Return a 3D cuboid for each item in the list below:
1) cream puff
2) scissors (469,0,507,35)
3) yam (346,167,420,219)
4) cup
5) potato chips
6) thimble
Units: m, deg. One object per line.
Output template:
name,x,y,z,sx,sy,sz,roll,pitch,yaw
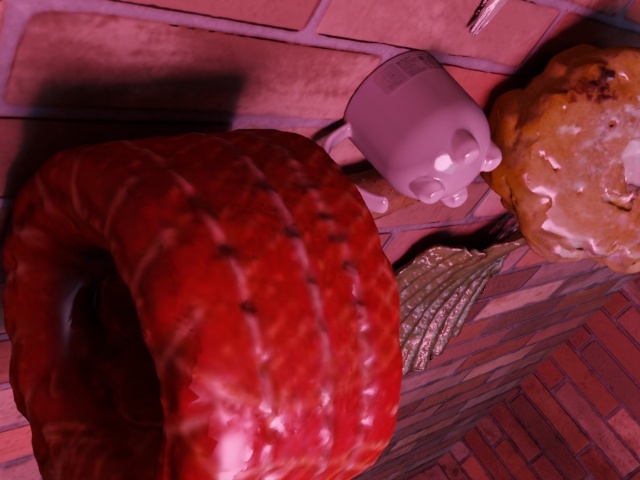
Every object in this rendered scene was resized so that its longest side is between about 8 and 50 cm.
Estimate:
cream puff,0.372,-0.119,1.022,0.324,0.257,0.291,9,99,-9
scissors,0.256,-0.337,0.747,0.109,0.022,0.300,7,132,-49
yam,0.037,-0.054,0.881,0.356,0.081,0.081,-21,150,-30
cup,0.104,-0.111,0.791,0.173,0.142,0.134,-11,144,-41
potato chips,0.246,0.105,1.363,0.373,0.097,0.389,-17,146,-32
thimble,-0.113,0.079,0.630,0.230,0.350,0.350,-11,144,-42
